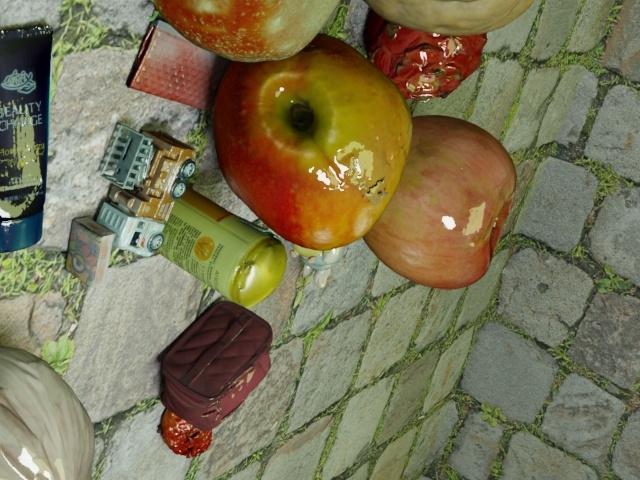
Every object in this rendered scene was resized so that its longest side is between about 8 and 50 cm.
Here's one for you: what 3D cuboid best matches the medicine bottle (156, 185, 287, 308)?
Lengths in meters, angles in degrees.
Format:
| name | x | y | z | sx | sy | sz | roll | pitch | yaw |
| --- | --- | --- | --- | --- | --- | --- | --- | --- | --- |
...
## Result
| name | x | y | z | sx | sy | sz | roll | pitch | yaw |
| --- | --- | --- | --- | --- | --- | --- | --- | --- | --- |
| medicine bottle | -0.162 | 0.006 | 1.429 | 0.124 | 0.239 | 0.124 | -48 | 155 | -31 |

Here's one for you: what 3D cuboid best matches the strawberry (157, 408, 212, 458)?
| name | x | y | z | sx | sy | sz | roll | pitch | yaw |
| --- | --- | --- | --- | --- | --- | --- | --- | --- | --- |
| strawberry | -0.243 | 0.365 | 1.829 | 0.121 | 0.082 | 0.188 | -54 | 151 | -25 |

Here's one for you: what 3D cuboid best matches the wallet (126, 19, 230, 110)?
| name | x | y | z | sx | sy | sz | roll | pitch | yaw |
| --- | --- | --- | --- | --- | --- | --- | --- | --- | --- |
| wallet | -0.198 | -0.250 | 1.359 | 0.196 | 0.020 | 0.103 | 3 | 111 | -64 |

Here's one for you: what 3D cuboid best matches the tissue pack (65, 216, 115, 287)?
| name | x | y | z | sx | sy | sz | roll | pitch | yaw |
| --- | --- | --- | --- | --- | --- | --- | --- | --- | --- |
| tissue pack | -0.328 | 0.016 | 1.328 | 0.035 | 0.063 | 0.083 | -18 | 129 | -52 |

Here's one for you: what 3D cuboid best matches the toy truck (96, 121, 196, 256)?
| name | x | y | z | sx | sy | sz | roll | pitch | yaw |
| --- | --- | --- | --- | --- | --- | --- | --- | --- | --- |
| toy truck | -0.263 | -0.070 | 1.347 | 0.115 | 0.080 | 0.177 | 9 | 106 | -59 |

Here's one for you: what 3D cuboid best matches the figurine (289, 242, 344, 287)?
| name | x | y | z | sx | sy | sz | roll | pitch | yaw |
| --- | --- | --- | --- | --- | --- | --- | --- | --- | --- |
| figurine | 0.000 | 0.000 | 1.878 | 0.155 | 0.127 | 0.235 | -51 | 163 | -67 |

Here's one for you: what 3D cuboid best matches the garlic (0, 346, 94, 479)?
| name | x | y | z | sx | sy | sz | roll | pitch | yaw |
| --- | --- | --- | --- | --- | --- | --- | --- | --- | --- |
| garlic | -0.419 | 0.298 | 1.205 | 0.317 | 0.259 | 0.317 | -38 | 142 | -37 |

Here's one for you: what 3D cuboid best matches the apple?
| name | x | y | z | sx | sy | sz | roll | pitch | yaw |
| --- | --- | --- | --- | --- | --- | --- | --- | --- | --- |
| apple | 0.237 | -0.088 | 2.015 | 0.364 | 0.364 | 0.363 | -44 | 150 | -34 |

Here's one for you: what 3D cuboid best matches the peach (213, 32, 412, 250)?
| name | x | y | z | sx | sy | sz | roll | pitch | yaw |
| --- | --- | --- | --- | --- | --- | --- | --- | --- | --- |
| peach | -0.013 | -0.155 | 1.446 | 0.290 | 0.372 | 0.372 | -44 | 153 | -4 |

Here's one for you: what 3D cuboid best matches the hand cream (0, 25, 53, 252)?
| name | x | y | z | sx | sy | sz | roll | pitch | yaw |
| --- | --- | --- | --- | --- | --- | --- | --- | --- | --- |
| hand cream | -0.373 | -0.119 | 1.126 | 0.120 | 0.061 | 0.270 | -22 | 126 | -48 |

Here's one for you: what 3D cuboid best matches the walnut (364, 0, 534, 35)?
| name | x | y | z | sx | sy | sz | roll | pitch | yaw |
| --- | --- | --- | --- | --- | --- | --- | --- | --- | --- |
| walnut | 0.199 | -0.501 | 1.465 | 0.381 | 0.381 | 0.381 | -44 | 150 | -34 |

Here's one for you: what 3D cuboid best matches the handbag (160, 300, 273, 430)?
| name | x | y | z | sx | sy | sz | roll | pitch | yaw |
| --- | --- | --- | --- | --- | --- | --- | --- | --- | --- |
| handbag | -0.188 | 0.226 | 1.715 | 0.225 | 0.146 | 0.135 | -44 | 155 | -36 |

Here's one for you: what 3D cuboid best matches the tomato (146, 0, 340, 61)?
| name | x | y | z | sx | sy | sz | roll | pitch | yaw |
| --- | --- | --- | --- | --- | --- | --- | --- | --- | --- |
| tomato | -0.084 | -0.374 | 1.188 | 0.303 | 0.239 | 0.303 | -47 | 150 | -38 |

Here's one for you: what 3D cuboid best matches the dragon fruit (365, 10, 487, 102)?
| name | x | y | z | sx | sy | sz | roll | pitch | yaw |
| --- | --- | --- | --- | --- | --- | --- | --- | --- | --- |
| dragon fruit | 0.199 | -0.380 | 1.759 | 0.241 | 0.241 | 0.252 | 15 | 90 | -65 |
